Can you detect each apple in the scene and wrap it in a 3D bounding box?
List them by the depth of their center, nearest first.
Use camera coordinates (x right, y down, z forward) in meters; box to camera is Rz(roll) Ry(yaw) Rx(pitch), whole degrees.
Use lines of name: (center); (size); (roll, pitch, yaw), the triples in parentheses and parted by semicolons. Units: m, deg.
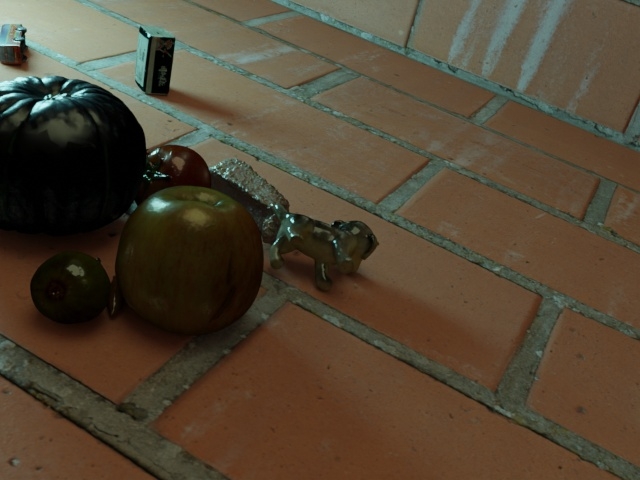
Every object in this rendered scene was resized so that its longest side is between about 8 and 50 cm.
apple: (-0.222, 0.022, 1.330); (0.264, 0.264, 0.264); (13, 29, -8)

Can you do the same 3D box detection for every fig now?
fig: (-0.409, 0.072, 1.315); (0.124, 0.124, 0.236); (15, 5, -4)

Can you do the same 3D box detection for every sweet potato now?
sweet potato: (-0.357, 0.099, 1.341); (0.034, 0.034, 0.095); (9, 41, -15)

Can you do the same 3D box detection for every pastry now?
pastry: (-0.151, -0.091, 1.704); (0.112, 0.103, 0.265); (-26, 54, -28)

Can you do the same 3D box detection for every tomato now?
tomato: (-0.311, -0.121, 1.631); (0.167, 0.167, 0.167); (13, 29, -8)

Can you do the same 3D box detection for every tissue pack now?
tissue pack: (-0.472, -0.511, 2.183); (0.090, 0.170, 0.103); (-5, 34, -34)

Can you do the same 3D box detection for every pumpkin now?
pumpkin: (-0.516, -0.168, 1.476); (0.363, 0.266, 0.363); (9, 30, -5)

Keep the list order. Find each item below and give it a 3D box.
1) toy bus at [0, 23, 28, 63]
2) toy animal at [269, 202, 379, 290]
toy bus: (-0.863, -0.551, 2.156); (0.077, 0.065, 0.192); (-4, 34, -15)
toy animal: (0.008, 0.013, 1.584); (0.233, 0.121, 0.169); (18, 43, -17)
